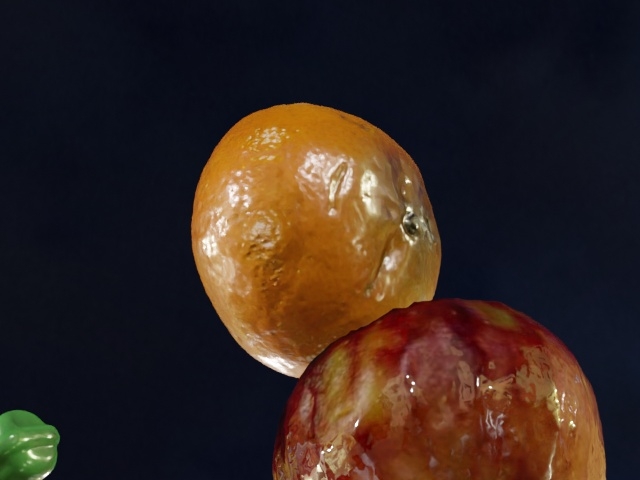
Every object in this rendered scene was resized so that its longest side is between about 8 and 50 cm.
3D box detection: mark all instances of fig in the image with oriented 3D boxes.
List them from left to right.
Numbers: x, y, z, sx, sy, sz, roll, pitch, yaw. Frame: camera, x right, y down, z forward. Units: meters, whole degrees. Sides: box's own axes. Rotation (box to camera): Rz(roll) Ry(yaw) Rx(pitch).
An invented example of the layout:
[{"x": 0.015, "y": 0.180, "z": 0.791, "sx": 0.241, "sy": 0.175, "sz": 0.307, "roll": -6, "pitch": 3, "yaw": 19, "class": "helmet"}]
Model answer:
[{"x": 0.078, "y": 0.170, "z": 0.921, "sx": 0.224, "sy": 0.263, "sz": 0.224, "roll": 3, "pitch": -7, "yaw": 0, "class": "fig"}]

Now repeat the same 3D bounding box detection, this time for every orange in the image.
[{"x": 0.000, "y": 0.000, "z": 1.098, "sx": 0.170, "sy": 0.224, "sz": 0.224, "roll": -14, "pitch": -48, "yaw": 25, "class": "orange"}]

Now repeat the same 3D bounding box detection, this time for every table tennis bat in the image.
[{"x": -0.235, "y": 0.168, "z": 0.749, "sx": 0.257, "sy": 0.039, "sz": 0.160, "roll": -37, "pitch": -19, "yaw": 23, "class": "table tennis bat"}]
